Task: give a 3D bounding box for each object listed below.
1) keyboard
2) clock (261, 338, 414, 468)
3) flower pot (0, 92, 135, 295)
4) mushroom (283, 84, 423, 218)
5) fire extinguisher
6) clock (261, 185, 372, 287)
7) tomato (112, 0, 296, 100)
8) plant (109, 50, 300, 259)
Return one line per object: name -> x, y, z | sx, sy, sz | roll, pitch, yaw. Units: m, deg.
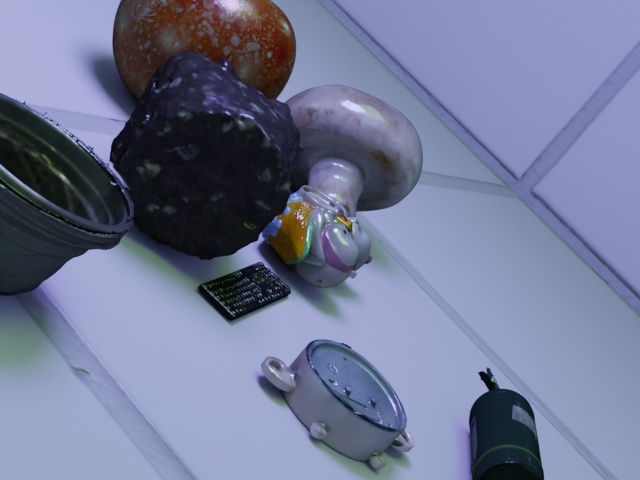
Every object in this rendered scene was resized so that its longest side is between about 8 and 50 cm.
keyboard -> -0.093, 0.062, 1.856 | 0.061, 0.013, 0.204 | 43, 18, 9
clock -> 0.031, 0.186, 1.727 | 0.229, 0.063, 0.155 | 29, 20, -25
flower pot -> -0.313, -0.038, 1.456 | 0.235, 0.140, 0.235 | 37, 18, -14
mushroom -> 0.027, -0.108, 2.238 | 0.243, 0.243, 0.243 | 35, 18, -14
fire extinguisher -> 0.238, 0.262, 1.920 | 0.118, 0.093, 0.294 | 62, 12, -16
clock -> 0.000, 0.000, 2.048 | 0.144, 0.103, 0.231 | 33, 16, 6
tomato -> -0.179, -0.273, 2.158 | 0.270, 0.222, 0.270 | 26, -4, 2
plant -> -0.143, -0.121, 1.873 | 0.215, 0.213, 0.312 | 33, 20, -12
